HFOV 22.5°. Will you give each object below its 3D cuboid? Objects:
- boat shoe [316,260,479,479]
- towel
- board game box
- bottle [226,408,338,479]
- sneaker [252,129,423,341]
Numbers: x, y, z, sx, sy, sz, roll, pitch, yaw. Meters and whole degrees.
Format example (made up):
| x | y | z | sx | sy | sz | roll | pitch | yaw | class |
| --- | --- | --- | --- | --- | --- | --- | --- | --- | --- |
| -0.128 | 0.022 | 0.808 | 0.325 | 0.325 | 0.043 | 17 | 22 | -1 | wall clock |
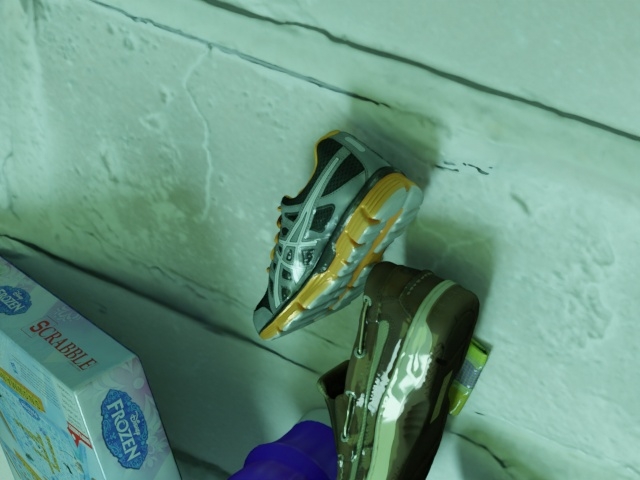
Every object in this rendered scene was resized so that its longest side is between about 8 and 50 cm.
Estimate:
| x | y | z | sx | sy | sz | roll | pitch | yaw | class |
| --- | --- | --- | --- | --- | --- | --- | --- | --- | --- |
| 0.045 | 0.126 | 1.246 | 0.095 | 0.095 | 0.257 | 28 | 120 | 21 | boat shoe |
| 0.095 | 0.099 | 1.257 | 0.060 | 0.009 | 0.083 | 35 | 135 | 12 | towel |
| -0.212 | 0.195 | 1.429 | 0.319 | 0.066 | 0.318 | 28 | 139 | 53 | board game box |
| -0.060 | 0.241 | 1.278 | 0.092 | 0.283 | 0.118 | 46 | 135 | -1 | bottle |
| 0.000 | 0.000 | 1.216 | 0.083 | 0.084 | 0.215 | 50 | 134 | 15 | sneaker |
